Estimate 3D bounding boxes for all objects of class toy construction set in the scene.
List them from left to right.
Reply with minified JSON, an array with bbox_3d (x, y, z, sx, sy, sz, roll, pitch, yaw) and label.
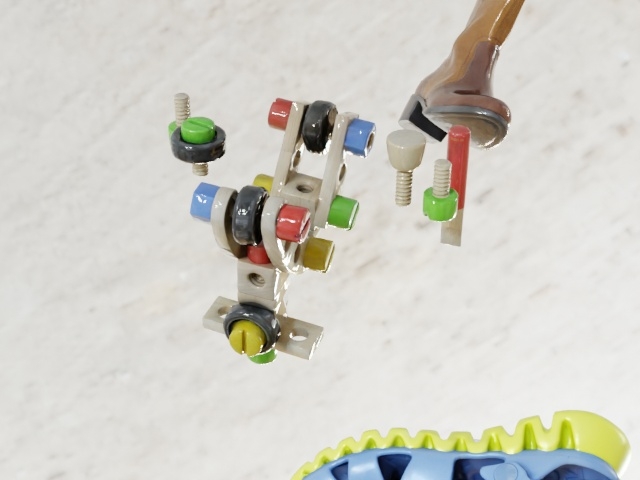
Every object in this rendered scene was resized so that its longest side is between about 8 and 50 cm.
[{"bbox_3d":[0.000,0.000,1.557,0.309,0.257,0.237,-2,122,-4],"label":"toy construction set"}]

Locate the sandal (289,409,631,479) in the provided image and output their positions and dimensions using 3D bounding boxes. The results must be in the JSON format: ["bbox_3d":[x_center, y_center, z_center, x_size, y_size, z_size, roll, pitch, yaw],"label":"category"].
[{"bbox_3d":[0.109,0.236,1.279,0.317,0.138,0.126,-13,133,16],"label":"sandal"}]

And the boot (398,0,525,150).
[{"bbox_3d":[0.239,-0.258,2.014,0.096,0.264,0.280,33,84,-12],"label":"boot"}]

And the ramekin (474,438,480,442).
[{"bbox_3d":[0.158,0.344,1.522,0.273,0.273,0.127,-21,136,-12],"label":"ramekin"}]
